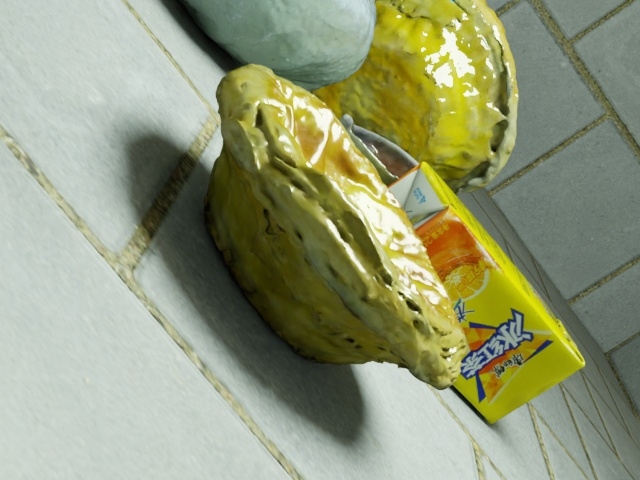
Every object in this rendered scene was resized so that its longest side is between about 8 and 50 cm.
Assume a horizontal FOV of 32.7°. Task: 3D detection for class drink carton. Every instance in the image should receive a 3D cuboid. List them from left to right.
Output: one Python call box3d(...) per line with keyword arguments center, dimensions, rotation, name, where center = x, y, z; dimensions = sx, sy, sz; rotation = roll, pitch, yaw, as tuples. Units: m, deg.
box3d(center=(0.177, 0.075, 1.357), dimensions=(0.351, 0.155, 0.111), rotation=(46, 16, -35), name="drink carton")

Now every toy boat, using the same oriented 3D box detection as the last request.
box3d(center=(0.097, -0.059, 1.458), dimensions=(0.276, 0.111, 0.293), rotation=(43, 7, -9), name="toy boat")

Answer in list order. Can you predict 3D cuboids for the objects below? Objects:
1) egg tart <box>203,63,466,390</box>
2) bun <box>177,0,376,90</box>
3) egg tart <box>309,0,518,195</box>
box3d(center=(0.001, 0.001, 0.963), dimensions=(0.341, 0.132, 0.341), rotation=(52, 12, -16), name="egg tart")
box3d(center=(-0.072, -0.347, 1.416), dimensions=(0.362, 0.211, 0.362), rotation=(48, 16, -18), name="bun")
box3d(center=(0.112, -0.222, 1.624), dimensions=(0.169, 0.388, 0.387), rotation=(-35, 89, -44), name="egg tart")
